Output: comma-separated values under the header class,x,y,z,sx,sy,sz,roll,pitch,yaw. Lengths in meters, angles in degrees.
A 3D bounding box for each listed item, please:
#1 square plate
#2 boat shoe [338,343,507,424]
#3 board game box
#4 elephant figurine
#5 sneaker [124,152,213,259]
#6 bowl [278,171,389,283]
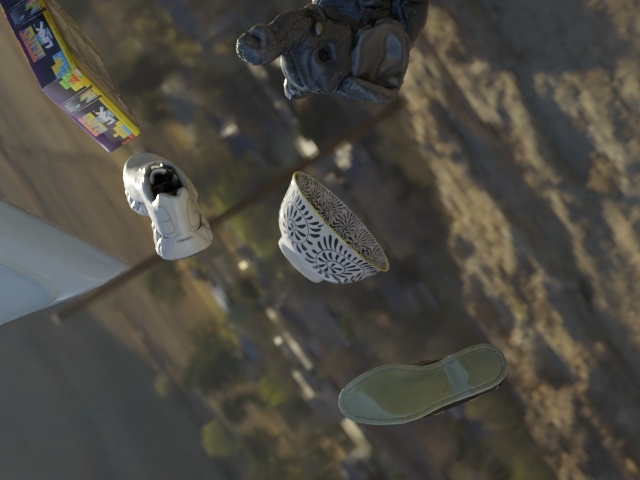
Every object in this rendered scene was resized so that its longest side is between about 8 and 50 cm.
class,x,y,z,sx,sy,sz,roll,pitch,yaw
square plate,-0.436,0.025,1.661,0.344,0.049,0.347,-21,143,37
boat shoe,0.135,0.198,2.125,0.068,0.228,0.081,93,162,-73
board game box,-0.271,-0.189,1.737,0.141,0.048,0.170,62,-174,27
elephant figurine,0.014,-0.214,1.739,0.186,0.239,0.169,35,155,-10
sneaker,-0.250,-0.085,2.556,0.292,0.110,0.118,-130,21,-56
bowl,0.000,0.000,2.029,0.170,0.080,0.170,44,-167,-13
